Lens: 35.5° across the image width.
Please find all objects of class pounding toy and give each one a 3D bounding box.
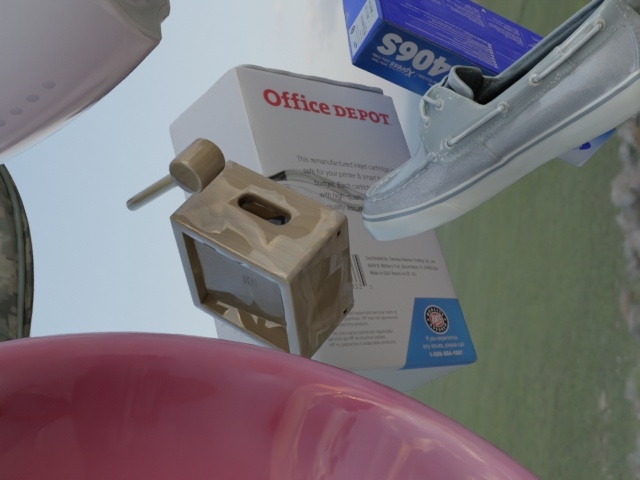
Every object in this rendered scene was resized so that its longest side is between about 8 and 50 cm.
[{"bbox_3d":[-0.069,-0.020,0.853,0.094,0.181,0.206,-48,-29,-30],"label":"pounding toy"}]

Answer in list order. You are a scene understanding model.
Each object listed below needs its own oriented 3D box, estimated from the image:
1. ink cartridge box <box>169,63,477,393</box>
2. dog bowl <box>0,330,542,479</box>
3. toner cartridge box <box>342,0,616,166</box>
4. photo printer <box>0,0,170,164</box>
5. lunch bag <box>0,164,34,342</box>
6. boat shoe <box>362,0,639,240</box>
[{"bbox_3d":[0.000,0.000,1.273,0.286,0.166,0.394,3,-116,-44],"label":"ink cartridge box"},{"bbox_3d":[-0.049,0.180,0.337,0.408,0.408,0.150,-75,0,-65],"label":"dog bowl"},{"bbox_3d":[0.197,-0.226,1.261,0.075,0.348,0.165,-53,27,36],"label":"toner cartridge box"},{"bbox_3d":[-0.218,-0.142,0.348,0.107,0.256,0.307,-91,-22,-53],"label":"photo printer"},{"bbox_3d":[-0.328,0.064,0.772,0.305,0.213,0.255,149,135,-63],"label":"lunch bag"},{"bbox_3d":[0.108,-0.081,0.648,0.081,0.228,0.079,52,-152,-14],"label":"boat shoe"}]
